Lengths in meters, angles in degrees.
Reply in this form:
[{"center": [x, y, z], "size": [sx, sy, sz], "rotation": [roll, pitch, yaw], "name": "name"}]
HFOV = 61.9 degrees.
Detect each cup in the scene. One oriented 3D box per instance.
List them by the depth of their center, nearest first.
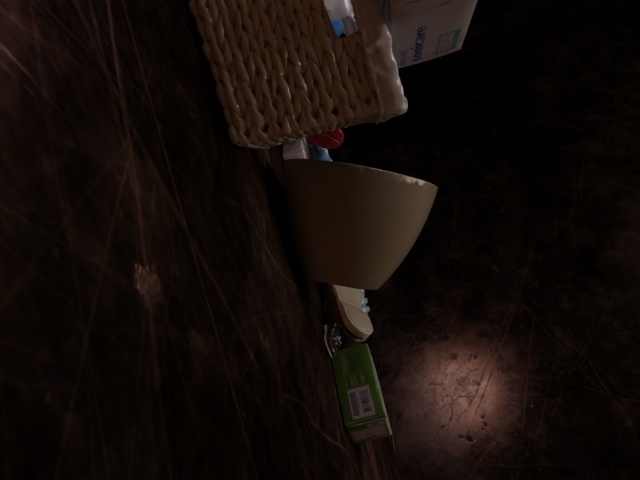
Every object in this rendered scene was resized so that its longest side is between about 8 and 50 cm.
[{"center": [0.064, -0.026, 1.144], "size": [0.331, 0.331, 0.237], "rotation": [-7, 107, -86], "name": "cup"}]

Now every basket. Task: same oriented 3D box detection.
[{"center": [-0.038, -0.326, 0.871], "size": [0.331, 0.266, 0.328], "rotation": [-86, 160, -80], "name": "basket"}]

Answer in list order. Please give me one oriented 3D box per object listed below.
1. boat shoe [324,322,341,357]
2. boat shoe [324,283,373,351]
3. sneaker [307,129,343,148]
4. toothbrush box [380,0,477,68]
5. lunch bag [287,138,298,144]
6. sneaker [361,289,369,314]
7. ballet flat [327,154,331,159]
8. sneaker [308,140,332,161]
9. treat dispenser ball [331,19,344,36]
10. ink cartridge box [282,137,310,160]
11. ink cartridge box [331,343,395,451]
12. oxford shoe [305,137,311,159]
[{"center": [0.031, 0.235, 1.272], "size": [0.125, 0.038, 0.046], "rotation": [-91, 165, -74], "name": "boat shoe"}, {"center": [0.061, 0.186, 1.469], "size": [0.116, 0.097, 0.324], "rotation": [29, 19, -20], "name": "boat shoe"}, {"center": [-0.039, -0.349, 1.559], "size": [0.221, 0.087, 0.128], "rotation": [24, 22, -23], "name": "sneaker"}, {"center": [0.121, -0.439, 0.782], "size": [0.216, 0.126, 0.296], "rotation": [36, 39, -82], "name": "toothbrush box"}, {"center": [-0.040, -0.346, 1.317], "size": [0.108, 0.224, 0.279], "rotation": [43, 13, -11], "name": "lunch bag"}, {"center": [0.105, 0.153, 1.710], "size": [0.319, 0.127, 0.208], "rotation": [94, -15, -67], "name": "sneaker"}, {"center": [0.027, -0.197, 1.732], "size": [0.070, 0.070, 0.188], "rotation": [25, 45, -85], "name": "ballet flat"}, {"center": [-0.013, -0.260, 1.611], "size": [0.073, 0.063, 0.162], "rotation": [51, 12, -30], "name": "sneaker"}, {"center": [-0.064, -0.539, 1.142], "size": [0.288, 0.288, 0.288], "rotation": [-16, 90, -86], "name": "treat dispenser ball"}, {"center": [-0.047, -0.186, 1.611], "size": [0.296, 0.066, 0.261], "rotation": [-96, 170, -65], "name": "ink cartridge box"}, {"center": [0.109, 0.403, 1.314], "size": [0.255, 0.097, 0.189], "rotation": [72, 4, -49], "name": "ink cartridge box"}, {"center": [-0.033, -0.275, 1.910], "size": [0.271, 0.098, 0.097], "rotation": [70, 6, -47], "name": "oxford shoe"}]
